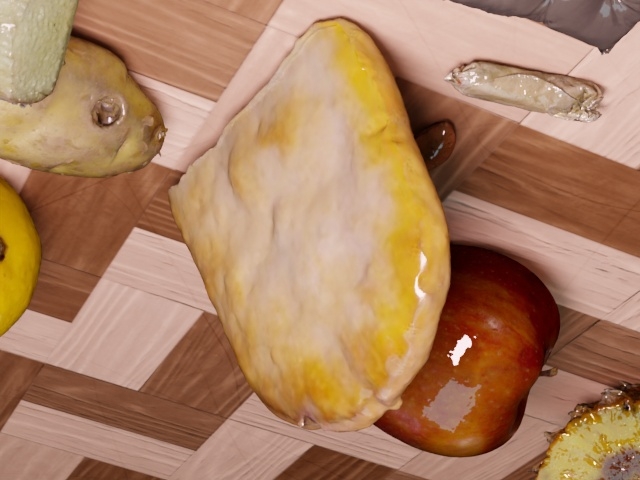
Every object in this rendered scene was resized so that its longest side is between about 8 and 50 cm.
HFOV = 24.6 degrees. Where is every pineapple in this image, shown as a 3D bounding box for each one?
[{"bbox_3d":[0.488,0.280,2.281,0.334,0.158,0.161,-13,103,23],"label":"pineapple"}]

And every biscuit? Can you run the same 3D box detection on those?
[{"bbox_3d":[0.001,0.000,1.722,0.104,0.446,0.429,-2,145,-40],"label":"biscuit"}]

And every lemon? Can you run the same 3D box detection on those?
[{"bbox_3d":[-0.520,0.026,1.952,0.297,0.297,0.297,6,147,4],"label":"lemon"}]

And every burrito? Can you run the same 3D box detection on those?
[{"bbox_3d":[0.235,-0.173,1.687,0.188,0.045,0.058,11,140,-1],"label":"burrito"}]

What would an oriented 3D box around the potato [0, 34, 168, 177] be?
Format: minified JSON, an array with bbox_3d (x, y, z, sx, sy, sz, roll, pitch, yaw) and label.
[{"bbox_3d":[-0.321,-0.164,1.742,0.296,0.141,0.191,25,133,-31],"label":"potato"}]

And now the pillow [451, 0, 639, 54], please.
[{"bbox_3d":[0.261,-0.320,1.409,0.228,0.101,0.326,15,149,-17],"label":"pillow"}]

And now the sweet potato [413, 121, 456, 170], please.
[{"bbox_3d":[0.096,-0.092,1.842,0.050,0.050,0.214,29,143,-29],"label":"sweet potato"}]

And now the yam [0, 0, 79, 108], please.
[{"bbox_3d":[-0.391,-0.267,1.533,0.271,0.201,0.202,21,127,3],"label":"yam"}]

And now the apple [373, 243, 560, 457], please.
[{"bbox_3d":[0.165,0.145,1.992,0.317,0.288,0.288,16,149,12],"label":"apple"}]
